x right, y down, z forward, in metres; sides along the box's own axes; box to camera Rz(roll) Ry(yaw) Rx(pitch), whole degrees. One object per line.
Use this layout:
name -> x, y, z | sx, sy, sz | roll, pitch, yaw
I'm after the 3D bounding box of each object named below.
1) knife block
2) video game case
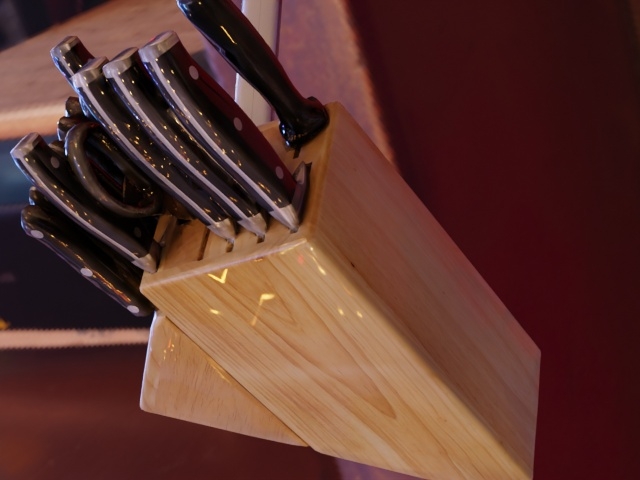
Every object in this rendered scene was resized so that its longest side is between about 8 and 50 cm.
knife block -> 0.000, 0.000, 0.624 | 0.276, 0.088, 0.242 | 15, 142, -4
video game case -> -0.040, -0.111, 0.876 | 0.023, 0.212, 0.193 | 4, 157, -2
